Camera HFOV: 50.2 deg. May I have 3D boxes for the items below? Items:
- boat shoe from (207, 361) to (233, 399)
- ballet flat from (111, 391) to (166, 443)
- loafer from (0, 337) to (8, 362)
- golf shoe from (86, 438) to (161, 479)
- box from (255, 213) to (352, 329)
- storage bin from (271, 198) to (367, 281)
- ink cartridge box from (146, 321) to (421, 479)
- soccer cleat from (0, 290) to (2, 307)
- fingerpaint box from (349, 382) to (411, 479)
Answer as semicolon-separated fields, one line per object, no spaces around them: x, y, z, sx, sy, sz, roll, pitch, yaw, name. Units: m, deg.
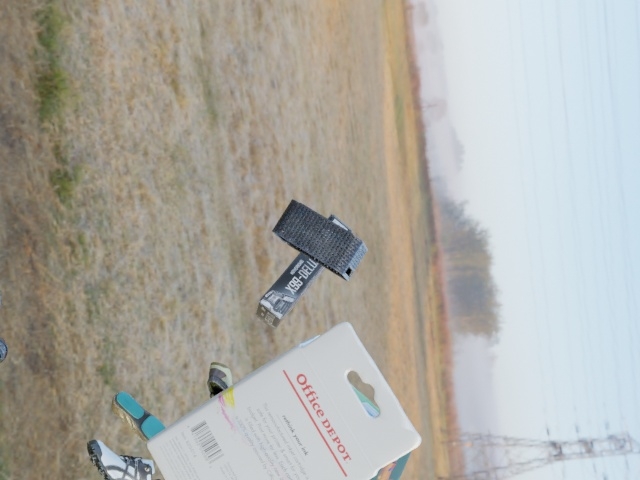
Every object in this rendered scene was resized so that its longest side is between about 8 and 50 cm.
-0.286;0.441;1.974;0.224;0.080;0.073;82;26;-43;boat shoe
-0.493;0.501;1.871;0.206;0.067;0.073;46;37;6;ballet flat
-0.742;0.200;1.363;0.078;0.223;0.076;4;-103;67;loafer
-0.389;0.454;1.365;0.077;0.094;0.198;16;-42;53;golf shoe
-0.049;0.092;1.855;0.307;0.076;0.242;-50;177;-15;box
0.000;0.000;1.451;0.084;0.180;0.122;-58;164;-6;storage bin
-0.045;0.280;0.987;0.207;0.353;0.119;59;11;8;ink cartridge box
-0.814;0.079;1.539;0.116;0.108;0.318;-46;155;-39;soccer cleat
0.019;0.627;2.037;0.444;0.163;0.371;36;-70;45;fingerpaint box
